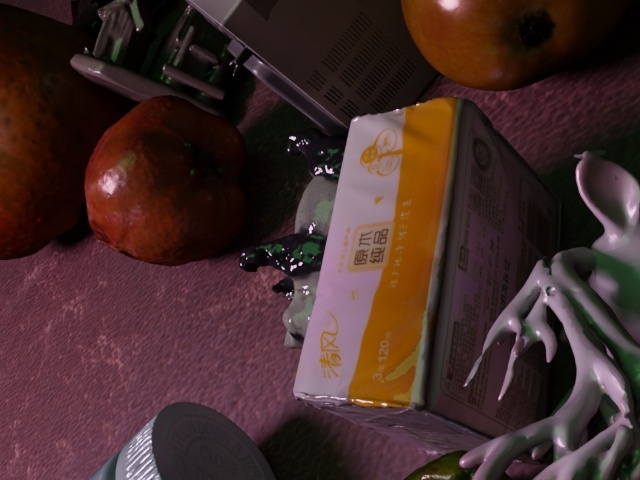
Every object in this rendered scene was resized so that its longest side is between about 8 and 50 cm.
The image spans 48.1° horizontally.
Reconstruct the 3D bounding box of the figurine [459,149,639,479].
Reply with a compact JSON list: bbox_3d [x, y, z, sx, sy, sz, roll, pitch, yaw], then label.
[{"bbox_3d":[0.235,0.055,0.401,0.315,0.206,0.284,-21,43,40],"label":"figurine"}]

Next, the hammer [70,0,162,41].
[{"bbox_3d":[-0.300,-0.455,1.290,0.408,0.095,0.242,-32,48,24],"label":"hammer"}]

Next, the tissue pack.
[{"bbox_3d":[0.091,0.037,0.549,0.124,0.185,0.225,-8,61,41],"label":"tissue pack"}]

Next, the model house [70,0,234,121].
[{"bbox_3d":[-0.216,-0.267,1.032,0.122,0.229,0.188,141,149,-71],"label":"model house"}]

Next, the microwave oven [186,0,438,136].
[{"bbox_3d":[-0.001,-0.233,0.754,0.194,0.240,0.145,-49,43,10],"label":"microwave oven"}]

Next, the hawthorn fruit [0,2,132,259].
[{"bbox_3d":[-0.510,-0.191,1.112,0.402,0.403,0.403,-23,52,33],"label":"hawthorn fruit"}]

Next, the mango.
[{"bbox_3d":[0.190,-0.276,0.657,0.211,0.173,0.317,-8,50,42],"label":"mango"}]

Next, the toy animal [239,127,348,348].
[{"bbox_3d":[0.000,0.000,0.736,0.121,0.094,0.225,10,72,37],"label":"toy animal"}]

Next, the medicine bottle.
[{"bbox_3d":[-0.197,0.312,0.684,0.318,0.158,0.158,-43,44,16],"label":"medicine bottle"}]

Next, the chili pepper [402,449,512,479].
[{"bbox_3d":[0.061,0.232,0.543,0.204,0.072,0.073,-55,14,22],"label":"chili pepper"}]

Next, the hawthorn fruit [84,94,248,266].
[{"bbox_3d":[-0.208,-0.054,0.895,0.243,0.207,0.207,-25,51,37],"label":"hawthorn fruit"}]
